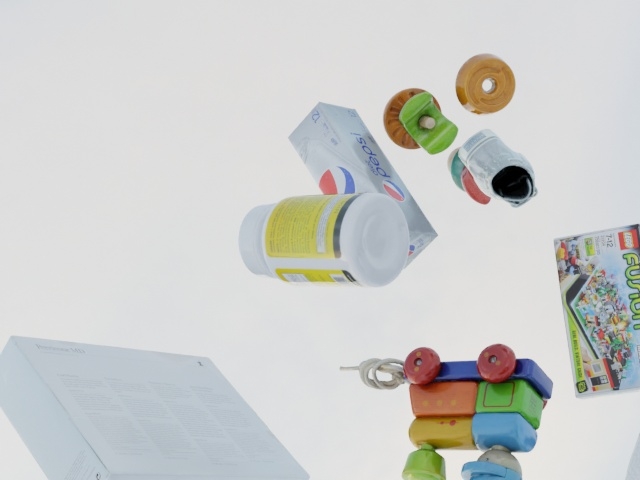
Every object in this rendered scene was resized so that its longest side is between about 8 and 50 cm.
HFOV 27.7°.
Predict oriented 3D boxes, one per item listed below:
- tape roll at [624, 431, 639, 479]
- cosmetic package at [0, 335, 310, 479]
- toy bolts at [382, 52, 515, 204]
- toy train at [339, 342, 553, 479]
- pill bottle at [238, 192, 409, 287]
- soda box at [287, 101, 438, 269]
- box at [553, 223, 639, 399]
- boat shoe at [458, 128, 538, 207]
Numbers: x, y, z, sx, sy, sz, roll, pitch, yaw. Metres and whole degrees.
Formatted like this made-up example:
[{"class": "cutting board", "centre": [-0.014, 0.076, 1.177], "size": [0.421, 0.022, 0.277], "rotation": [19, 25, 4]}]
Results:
[{"class": "tape roll", "centre": [0.364, 0.217, 0.861], "size": [0.392, 0.072, 0.392], "rotation": [2, -95, -27]}, {"class": "cosmetic package", "centre": [-0.235, 0.265, 1.802], "size": [0.377, 0.284, 0.097], "rotation": [13, -64, -48]}, {"class": "toy bolts", "centre": [0.234, -0.189, 2.161], "size": [0.218, 0.158, 0.228], "rotation": [-39, -72, -5]}, {"class": "toy train", "centre": [0.113, 0.196, 1.372], "size": [0.105, 0.248, 0.143], "rotation": [46, -131, -44]}, {"class": "pill bottle", "centre": [0.000, 0.000, 1.662], "size": [0.119, 0.208, 0.119], "rotation": [0, -90, -47]}, {"class": "soda box", "centre": [0.066, -0.090, 2.103], "size": [0.098, 0.286, 0.091], "rotation": [4, -43, -50]}, {"class": "box", "centre": [0.366, 0.090, 1.640], "size": [0.036, 0.114, 0.207], "rotation": [21, -120, -63]}, {"class": "boat shoe", "centre": [0.262, -0.084, 1.833], "size": [0.079, 0.081, 0.227], "rotation": [-40, -26, 11]}]
